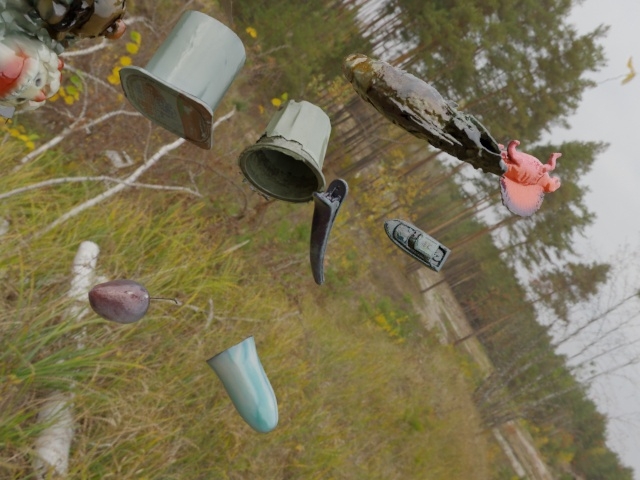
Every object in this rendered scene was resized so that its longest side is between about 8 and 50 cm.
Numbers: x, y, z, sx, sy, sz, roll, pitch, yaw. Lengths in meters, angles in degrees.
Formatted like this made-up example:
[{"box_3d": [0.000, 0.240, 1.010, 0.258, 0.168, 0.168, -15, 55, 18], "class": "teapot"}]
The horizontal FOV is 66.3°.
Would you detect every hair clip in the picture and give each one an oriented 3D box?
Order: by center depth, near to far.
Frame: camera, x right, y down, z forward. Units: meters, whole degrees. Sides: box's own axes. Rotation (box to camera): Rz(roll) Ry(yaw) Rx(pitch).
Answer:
[{"box_3d": [-0.166, -0.208, 0.359, 0.091, 0.321, 0.138, 43, 8, -3], "class": "hair clip"}, {"box_3d": [0.000, 0.000, 1.031, 0.048, 0.275, 0.083, 30, 44, 21], "class": "hair clip"}]

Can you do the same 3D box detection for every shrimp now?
[{"box_3d": [0.171, -0.194, 0.747, 0.233, 0.071, 0.365, 8, 31, -42], "class": "shrimp"}]

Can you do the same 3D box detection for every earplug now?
[{"box_3d": [-0.244, 0.516, 1.708, 0.323, 0.185, 0.185, 61, 15, 6], "class": "earplug"}]

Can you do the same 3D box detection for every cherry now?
[{"box_3d": [-0.461, 0.142, 1.162, 0.148, 0.188, 0.115, 49, 57, -33], "class": "cherry"}]

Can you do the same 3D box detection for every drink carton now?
[{"box_3d": [-0.250, -0.319, 0.934, 0.191, 0.189, 0.185, 27, -14, -4], "class": "drink carton"}]

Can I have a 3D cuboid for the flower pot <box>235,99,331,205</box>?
[{"box_3d": [-0.094, -0.288, 1.542, 0.290, 0.291, 0.258, 45, 51, -43], "class": "flower pot"}]

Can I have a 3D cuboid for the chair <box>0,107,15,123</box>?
[{"box_3d": [-0.723, -0.301, 1.117, 0.042, 0.086, 0.037, 18, 63, -36], "class": "chair"}]

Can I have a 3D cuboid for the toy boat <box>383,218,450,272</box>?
[{"box_3d": [0.184, 0.003, 0.962, 0.141, 0.055, 0.060, 34, -12, 0], "class": "toy boat"}]

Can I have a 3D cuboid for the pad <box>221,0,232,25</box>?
[{"box_3d": [-0.299, -0.823, 1.513, 0.266, 0.002, 0.176, 100, -28, -55], "class": "pad"}]

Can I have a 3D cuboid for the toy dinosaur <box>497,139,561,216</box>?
[{"box_3d": [0.360, -0.122, 0.955, 0.286, 0.138, 0.070, 11, -4, -22], "class": "toy dinosaur"}]
